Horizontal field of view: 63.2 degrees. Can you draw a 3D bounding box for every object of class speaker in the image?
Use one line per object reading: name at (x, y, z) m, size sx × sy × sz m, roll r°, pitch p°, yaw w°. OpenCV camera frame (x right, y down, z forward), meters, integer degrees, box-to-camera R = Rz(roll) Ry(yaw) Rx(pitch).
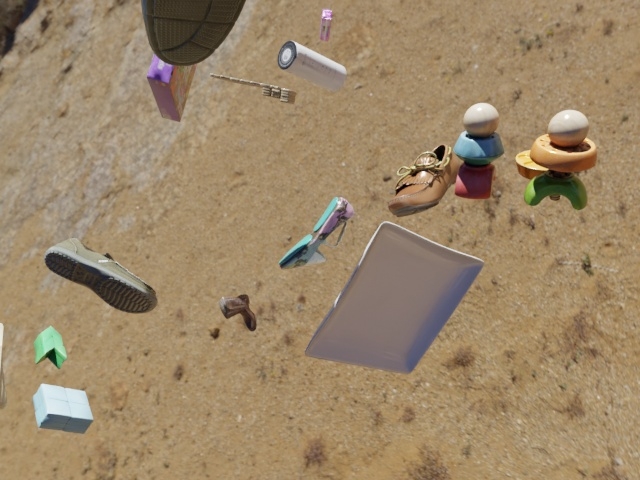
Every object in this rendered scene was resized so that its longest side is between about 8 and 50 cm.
speaker at (-0.013, -0.331, 0.997) m, size 0.055 × 0.136 × 0.055 m, roll -8°, pitch 78°, yaw 45°

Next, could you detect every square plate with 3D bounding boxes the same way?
square plate at (0.170, 0.142, 1.191) m, size 0.347 × 0.344 × 0.049 m, roll -60°, pitch 35°, yaw 15°

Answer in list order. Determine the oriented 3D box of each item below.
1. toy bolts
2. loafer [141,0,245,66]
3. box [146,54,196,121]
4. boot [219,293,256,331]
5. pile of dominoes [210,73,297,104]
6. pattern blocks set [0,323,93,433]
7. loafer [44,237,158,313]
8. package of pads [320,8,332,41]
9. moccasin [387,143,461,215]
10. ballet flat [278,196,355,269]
toy bolts at (0.355, -0.172, 0.922) m, size 0.229 × 0.158 × 0.218 m, roll 5°, pitch 33°, yaw 17°
loafer at (-0.106, -0.279, 0.448) m, size 0.084 × 0.096 × 0.267 m, roll 67°, pitch 149°, yaw 25°
box at (-0.374, -0.449, 1.347) m, size 0.293 × 0.057 × 0.201 m, roll 156°, pitch 128°, yaw -79°
boot at (-0.213, 0.192, 1.338) m, size 0.037 × 0.114 × 0.106 m, roll -22°, pitch 84°, yaw 20°
pile of dominoes at (-0.202, -0.452, 1.557) m, size 0.251 × 0.196 × 0.040 m, roll 15°, pitch 104°, yaw 14°
pattern blocks set at (-0.365, 0.081, 0.446) m, size 0.285 × 0.325 × 0.026 m, roll 37°, pitch 95°, yaw 39°
loafer at (-0.462, 0.070, 1.135) m, size 0.094 × 0.251 × 0.087 m, roll -42°, pitch 23°, yaw 31°
package of pads at (0.017, -0.669, 1.616) m, size 0.032 × 0.083 × 0.050 m, roll 4°, pitch 58°, yaw -3°
moccasin at (0.293, -0.178, 1.469) m, size 0.139 × 0.147 × 0.380 m, roll -11°, pitch 19°, yaw 46°
ballet flat at (0.000, 0.000, 1.214) m, size 0.221 × 0.079 × 0.077 m, roll -49°, pitch 14°, yaw 1°
